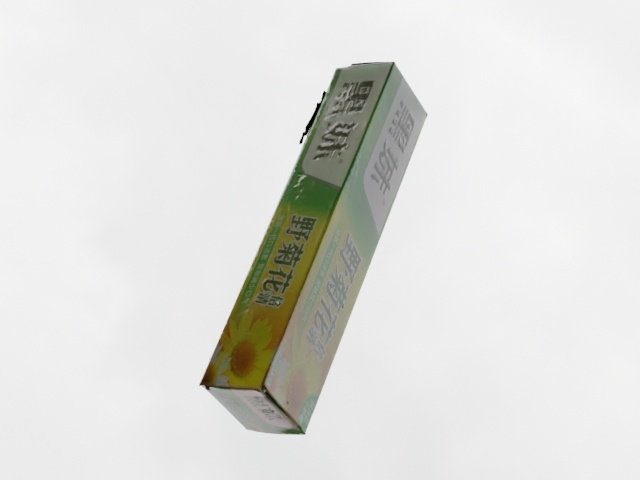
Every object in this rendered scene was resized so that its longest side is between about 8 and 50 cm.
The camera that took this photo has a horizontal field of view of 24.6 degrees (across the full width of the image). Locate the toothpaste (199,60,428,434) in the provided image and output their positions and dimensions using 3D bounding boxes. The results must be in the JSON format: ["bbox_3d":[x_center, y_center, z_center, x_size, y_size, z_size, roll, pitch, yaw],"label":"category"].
[{"bbox_3d":[0.000,0.000,0.657,0.037,0.178,0.043,-1,-36,36],"label":"toothpaste"}]
